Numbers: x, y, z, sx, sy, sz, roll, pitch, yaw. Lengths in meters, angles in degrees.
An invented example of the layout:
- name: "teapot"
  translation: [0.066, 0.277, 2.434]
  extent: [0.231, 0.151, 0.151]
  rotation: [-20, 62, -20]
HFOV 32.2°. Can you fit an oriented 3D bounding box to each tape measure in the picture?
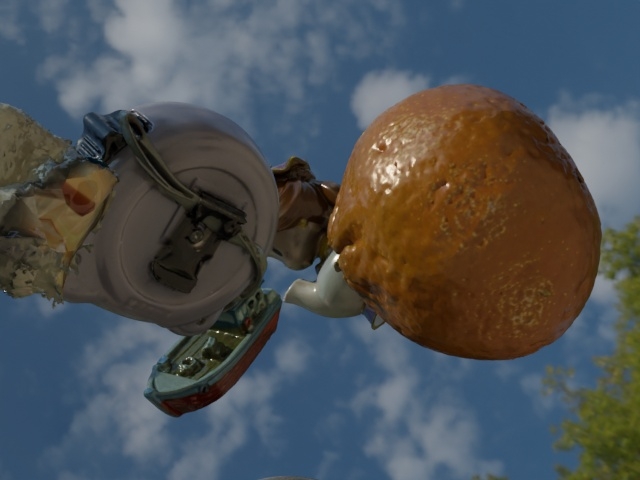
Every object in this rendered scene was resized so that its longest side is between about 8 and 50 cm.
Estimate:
- name: "tape measure"
  translation: [-0.119, -0.017, 0.847]
  extent: [0.196, 0.105, 0.178]
  rotation: [17, -77, -39]

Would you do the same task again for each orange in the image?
- name: "orange"
  translation: [0.066, -0.005, 0.525]
  extent: [0.117, 0.135, 0.135]
  rotation: [-37, -61, 5]

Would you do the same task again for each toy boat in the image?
- name: "toy boat"
  translation: [-0.097, 0.090, 0.978]
  extent: [0.173, 0.069, 0.059]
  rotation: [-49, -47, -39]

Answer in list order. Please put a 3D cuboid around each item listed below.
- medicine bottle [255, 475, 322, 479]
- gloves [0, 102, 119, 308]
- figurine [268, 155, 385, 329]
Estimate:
- name: "medicine bottle"
  translation: [0.015, 0.315, 0.884]
  extent: [0.232, 0.238, 0.238]
  rotation: [33, -98, -58]
- name: "gloves"
  translation: [-0.193, -0.026, 0.592]
  extent: [0.153, 0.070, 0.114]
  rotation: [28, -129, -7]
- name: "figurine"
  translation: [0.000, 0.000, 1.477]
  extent: [0.189, 0.263, 0.142]
  rotation: [-49, -17, -14]
